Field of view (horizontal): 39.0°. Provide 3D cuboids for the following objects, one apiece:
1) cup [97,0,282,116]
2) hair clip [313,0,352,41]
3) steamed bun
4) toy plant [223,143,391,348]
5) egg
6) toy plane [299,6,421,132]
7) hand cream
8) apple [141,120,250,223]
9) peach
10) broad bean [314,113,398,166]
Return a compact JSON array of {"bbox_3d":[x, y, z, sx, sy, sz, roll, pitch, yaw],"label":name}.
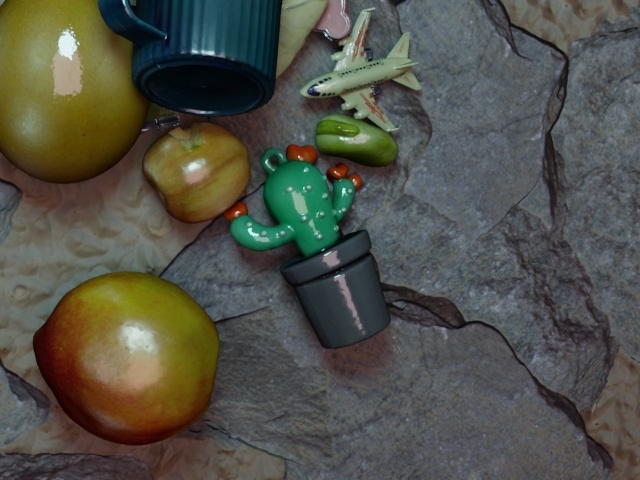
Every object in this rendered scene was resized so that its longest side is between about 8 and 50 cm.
[{"bbox_3d":[-0.183,-0.379,1.426,0.242,0.308,0.292,0,75,7],"label":"cup"},{"bbox_3d":[-0.016,-0.436,1.699,0.138,0.102,0.123,-2,98,-15],"label":"hair clip"},{"bbox_3d":[-0.130,-0.403,1.649,0.212,0.110,0.231,34,105,-4],"label":"steamed bun"},{"bbox_3d":[-0.013,0.005,1.743,0.280,0.185,0.400,-22,97,-2],"label":"toy plant"},{"bbox_3d":[-0.426,-0.267,1.514,0.283,0.282,0.351,-1,112,-16],"label":"egg"},{"bbox_3d":[0.075,-0.316,1.746,0.256,0.104,0.241,-17,107,-13],"label":"toy plane"},{"bbox_3d":[-0.324,-0.316,1.666,0.086,0.055,0.235,-14,111,-11],"label":"hand cream"},{"bbox_3d":[-0.223,-0.130,1.662,0.199,0.199,0.199,-3,101,-16],"label":"apple"},{"bbox_3d":[-0.346,0.206,1.625,0.333,0.308,0.307,18,95,-14],"label":"peach"},{"bbox_3d":[0.069,-0.195,1.756,0.175,0.124,0.082,10,82,-22],"label":"broad bean"}]
